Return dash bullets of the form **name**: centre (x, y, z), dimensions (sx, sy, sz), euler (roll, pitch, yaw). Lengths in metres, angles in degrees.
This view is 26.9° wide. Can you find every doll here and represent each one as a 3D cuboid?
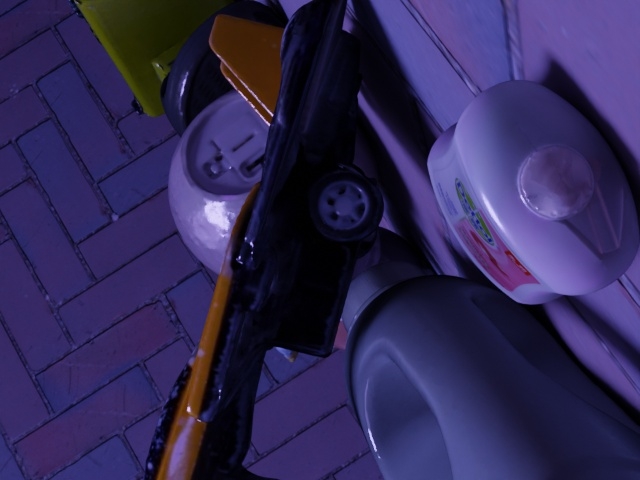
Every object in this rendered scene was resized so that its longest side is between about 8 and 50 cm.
- **doll**: centre (0.000, 0.000, 0.973), dimensions (0.151, 0.151, 0.287), euler (55, -177, 36)

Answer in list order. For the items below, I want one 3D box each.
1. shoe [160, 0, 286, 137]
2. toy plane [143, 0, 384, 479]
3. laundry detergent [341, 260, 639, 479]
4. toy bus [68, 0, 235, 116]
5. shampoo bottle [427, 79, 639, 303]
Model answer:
- **shoe**: centre (-0.064, -0.112, 1.022), dimensions (0.093, 0.108, 0.241), euler (52, 179, 27)
- **toy plane**: centre (-0.027, 0.041, 0.693), dimensions (0.204, 0.103, 0.316), euler (76, -157, -82)
- **laundry detergent**: centre (0.095, 0.114, 0.686), dimensions (0.264, 0.125, 0.398), euler (58, 179, -33)
- **toy bus**: centre (-0.147, -0.213, 1.125), dimensions (0.150, 0.128, 0.262), euler (56, 177, 16)
- **shampoo bottle**: centre (0.068, -0.014, 0.435), dimensions (0.072, 0.043, 0.099), euler (57, 178, 2)
